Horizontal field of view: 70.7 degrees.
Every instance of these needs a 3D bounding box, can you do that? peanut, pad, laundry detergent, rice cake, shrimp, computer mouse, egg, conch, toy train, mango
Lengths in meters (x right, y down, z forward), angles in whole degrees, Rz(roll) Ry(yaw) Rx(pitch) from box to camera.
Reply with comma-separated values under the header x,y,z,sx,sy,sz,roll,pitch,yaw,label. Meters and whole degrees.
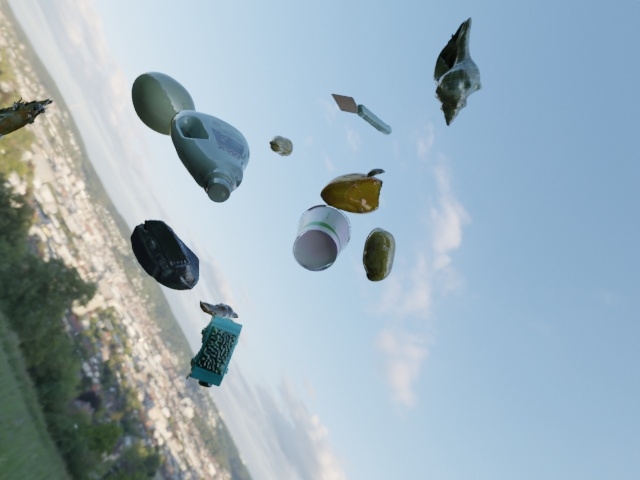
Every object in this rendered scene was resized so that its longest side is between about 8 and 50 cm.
x,y,z,sx,sy,sz,roll,pitch,yaw,label
-0.149,-0.365,1.744,0.080,0.080,0.174,63,13,2,peanut
0.118,-0.618,2.045,0.112,0.003,0.157,18,-7,23,pad
-0.330,-0.248,1.360,0.124,0.264,0.397,-51,-148,23,laundry detergent
0.239,-0.532,2.005,0.042,0.245,0.045,-18,-115,35,rice cake
-0.928,-0.377,1.288,0.169,0.296,0.058,63,-4,-12,shrimp
-0.345,0.043,1.009,0.192,0.106,0.062,60,5,-25,computer mouse
-0.621,-0.537,1.788,0.269,0.219,0.219,41,-16,-18,egg
0.513,-0.618,1.691,0.203,0.386,0.170,9,-13,43,conch
-0.297,0.313,1.280,0.112,0.203,0.163,20,-19,-11,toy train
0.127,-0.206,1.946,0.138,0.257,0.187,118,-20,-76,mango

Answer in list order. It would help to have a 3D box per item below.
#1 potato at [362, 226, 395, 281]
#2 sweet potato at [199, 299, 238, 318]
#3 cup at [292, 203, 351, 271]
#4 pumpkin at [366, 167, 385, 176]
x,y,z,sx,sy,sz,roll,pitch,yaw,label
0.179,0.046,1.405,0.107,0.080,0.170,18,-83,36,potato
-0.402,0.278,1.784,0.067,0.067,0.274,53,4,25,sweet potato
0.000,0.000,1.953,0.274,0.253,0.253,-68,141,-67,cup
0.227,-0.284,1.864,0.050,0.083,0.028,-145,-137,-74,pumpkin
